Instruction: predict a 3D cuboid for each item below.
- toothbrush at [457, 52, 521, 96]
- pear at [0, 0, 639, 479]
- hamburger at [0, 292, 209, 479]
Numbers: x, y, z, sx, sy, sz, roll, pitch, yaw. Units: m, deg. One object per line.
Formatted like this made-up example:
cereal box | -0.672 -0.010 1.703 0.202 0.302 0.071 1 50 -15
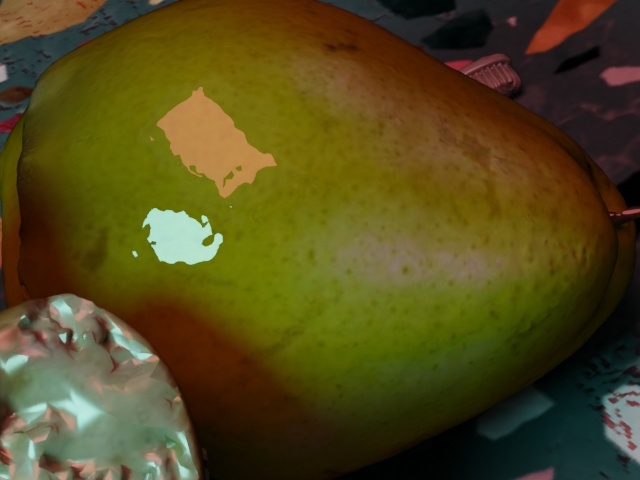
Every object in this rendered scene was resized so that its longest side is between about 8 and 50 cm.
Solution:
toothbrush | -0.010 -0.040 1.278 0.307 0.025 0.029 -27 51 -2
pear | -0.006 -0.009 1.077 0.336 0.285 0.285 -18 41 -14
hamburger | -0.218 0.220 0.947 0.268 0.287 0.445 21 80 -4
